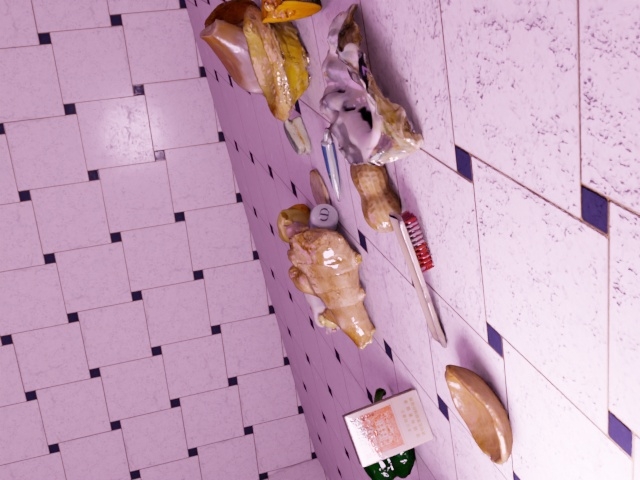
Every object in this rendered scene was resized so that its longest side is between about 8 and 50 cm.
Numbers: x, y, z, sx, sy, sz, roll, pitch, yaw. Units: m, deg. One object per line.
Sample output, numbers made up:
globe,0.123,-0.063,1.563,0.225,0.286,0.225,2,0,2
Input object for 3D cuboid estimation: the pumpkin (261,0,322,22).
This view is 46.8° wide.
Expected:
pumpkin,-0.062,-0.578,1.630,0.278,0.111,0.163,-151,59,-74

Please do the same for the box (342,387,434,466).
box,0.172,0.478,1.897,0.058,0.201,0.141,125,126,-80

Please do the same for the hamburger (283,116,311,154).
hamburger,-0.066,-0.295,2.142,0.121,0.054,0.084,62,165,7

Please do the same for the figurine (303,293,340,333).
figurine,0.033,0.223,2.338,0.155,0.127,0.235,34,148,55

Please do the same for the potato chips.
potato chips,0.308,0.321,1.400,0.208,0.062,0.195,39,152,65

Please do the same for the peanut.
peanut,0.116,-0.105,1.570,0.089,0.089,0.192,124,130,-75

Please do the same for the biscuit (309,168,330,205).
biscuit,-0.003,-0.137,2.165,0.152,0.020,0.152,161,90,-78

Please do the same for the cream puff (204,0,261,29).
cream puff,-0.234,-0.598,2.185,0.183,0.183,0.169,60,176,41

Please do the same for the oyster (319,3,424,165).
oyster,0.081,-0.278,1.406,0.351,0.115,0.238,56,153,36

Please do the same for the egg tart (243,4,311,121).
egg tart,-0.106,-0.462,1.910,0.315,0.120,0.315,161,90,-80

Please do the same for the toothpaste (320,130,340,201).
toothpaste,0.029,-0.194,1.917,0.057,0.035,0.197,-99,-3,-57

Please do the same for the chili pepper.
chili pepper,0.174,0.563,2.126,0.174,0.165,0.261,74,178,-82

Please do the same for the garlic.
garlic,-0.212,-0.511,2.098,0.318,0.143,0.112,44,-134,-46

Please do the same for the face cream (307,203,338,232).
face cream,0.000,0.000,2.178,0.314,0.089,0.143,100,-174,-63

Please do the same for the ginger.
ginger,0.017,0.139,2.058,0.166,0.236,0.375,-49,-48,-70

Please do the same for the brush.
brush,0.213,0.079,1.512,0.060,0.050,0.321,41,156,61

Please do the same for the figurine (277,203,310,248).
figurine,-0.072,-0.021,2.357,0.156,0.131,0.246,35,-155,-27
